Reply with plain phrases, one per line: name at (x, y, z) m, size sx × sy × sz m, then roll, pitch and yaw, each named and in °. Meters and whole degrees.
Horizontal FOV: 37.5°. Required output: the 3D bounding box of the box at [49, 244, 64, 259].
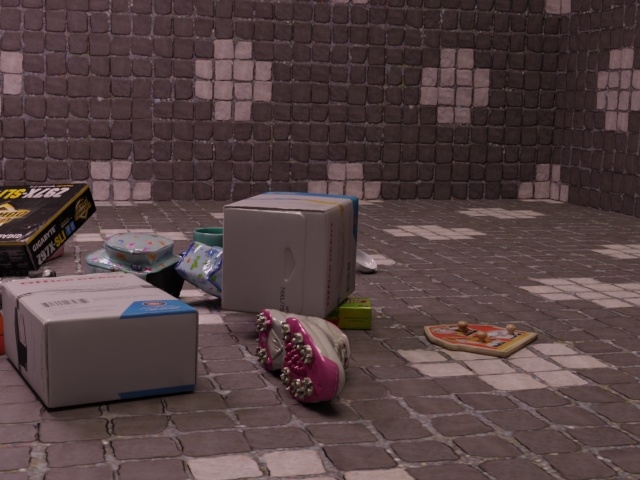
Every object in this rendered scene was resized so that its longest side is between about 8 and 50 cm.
box at (-0.770, -0.013, 2.373) m, size 0.154 × 0.142 × 0.300 m, roll 2°, pitch 9°, yaw 6°

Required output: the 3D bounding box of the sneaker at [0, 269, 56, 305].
sneaker at (-0.588, 0.106, 1.863) m, size 0.132 × 0.086 × 0.228 m, roll -6°, pitch 0°, yaw -15°

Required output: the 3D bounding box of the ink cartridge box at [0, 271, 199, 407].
ink cartridge box at (-0.346, 0.142, 1.446) m, size 0.223 × 0.129 × 0.307 m, roll -3°, pitch 10°, yaw -29°

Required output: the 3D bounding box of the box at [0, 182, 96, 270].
box at (-0.690, -0.031, 2.055) m, size 0.321 × 0.079 × 0.257 m, roll 0°, pitch 30°, yaw 22°

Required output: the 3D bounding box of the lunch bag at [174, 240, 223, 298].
lunch bag at (-0.204, 0.079, 1.962) m, size 0.128 × 0.096 × 0.151 m, roll 14°, pitch -27°, yaw 48°

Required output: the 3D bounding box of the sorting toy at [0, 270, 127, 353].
sorting toy at (-0.479, 0.111, 1.654) m, size 0.365 × 0.126 × 0.127 m, roll -7°, pitch 12°, yaw -41°

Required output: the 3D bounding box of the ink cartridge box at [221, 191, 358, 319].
ink cartridge box at (-0.051, 0.020, 1.785) m, size 0.197 × 0.198 × 0.270 m, roll 4°, pitch 8°, yaw 13°

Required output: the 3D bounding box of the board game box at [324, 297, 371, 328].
board game box at (0.006, 0.139, 1.821) m, size 0.181 × 0.043 × 0.092 m, roll 2°, pitch 8°, yaw 0°

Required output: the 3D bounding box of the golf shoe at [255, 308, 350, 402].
golf shoe at (-0.004, 0.165, 1.426) m, size 0.140 × 0.115 × 0.306 m, roll 2°, pitch 9°, yaw -19°

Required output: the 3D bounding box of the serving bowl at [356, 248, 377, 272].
serving bowl at (0.101, 0.056, 2.384) m, size 0.083 × 0.027 × 0.083 m, roll 28°, pitch 22°, yaw -12°

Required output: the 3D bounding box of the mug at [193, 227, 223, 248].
mug at (-0.245, 0.022, 2.382) m, size 0.157 × 0.098 × 0.129 m, roll -5°, pitch 10°, yaw -40°

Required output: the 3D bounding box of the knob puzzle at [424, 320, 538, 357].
knob puzzle at (0.279, 0.167, 1.723) m, size 0.213 × 0.030 × 0.213 m, roll 1°, pitch 9°, yaw 0°

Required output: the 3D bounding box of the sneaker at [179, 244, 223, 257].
sneaker at (-0.266, 0.047, 2.272) m, size 0.162 × 0.063 × 0.073 m, roll 7°, pitch 31°, yaw -24°

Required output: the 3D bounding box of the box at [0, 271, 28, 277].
box at (-0.777, 0.076, 2.109) m, size 0.184 × 0.045 × 0.191 m, roll 0°, pitch 9°, yaw 6°

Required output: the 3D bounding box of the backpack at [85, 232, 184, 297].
backpack at (-0.397, 0.059, 1.969) m, size 0.188 × 0.145 × 0.166 m, roll 0°, pitch 13°, yaw 14°
